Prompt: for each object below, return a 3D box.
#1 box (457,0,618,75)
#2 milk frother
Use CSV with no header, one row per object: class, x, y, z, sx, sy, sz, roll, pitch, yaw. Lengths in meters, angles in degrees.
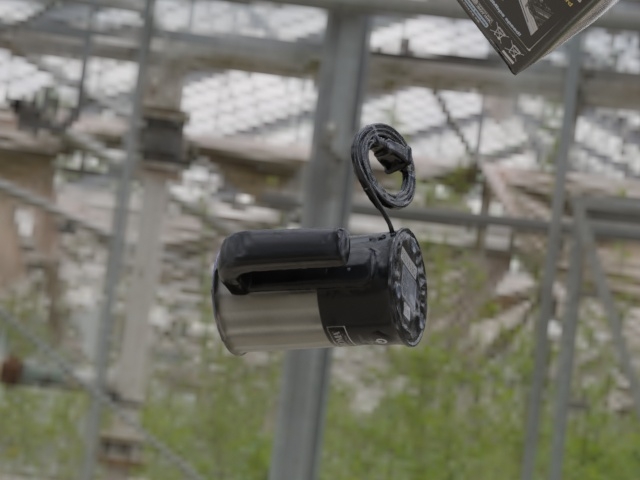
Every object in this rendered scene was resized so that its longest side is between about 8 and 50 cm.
box,0.067,-0.255,0.859,0.076,0.307,0.242,-36,-4,-20
milk frother,0.000,0.000,1.265,0.135,0.143,0.129,-4,-44,19
